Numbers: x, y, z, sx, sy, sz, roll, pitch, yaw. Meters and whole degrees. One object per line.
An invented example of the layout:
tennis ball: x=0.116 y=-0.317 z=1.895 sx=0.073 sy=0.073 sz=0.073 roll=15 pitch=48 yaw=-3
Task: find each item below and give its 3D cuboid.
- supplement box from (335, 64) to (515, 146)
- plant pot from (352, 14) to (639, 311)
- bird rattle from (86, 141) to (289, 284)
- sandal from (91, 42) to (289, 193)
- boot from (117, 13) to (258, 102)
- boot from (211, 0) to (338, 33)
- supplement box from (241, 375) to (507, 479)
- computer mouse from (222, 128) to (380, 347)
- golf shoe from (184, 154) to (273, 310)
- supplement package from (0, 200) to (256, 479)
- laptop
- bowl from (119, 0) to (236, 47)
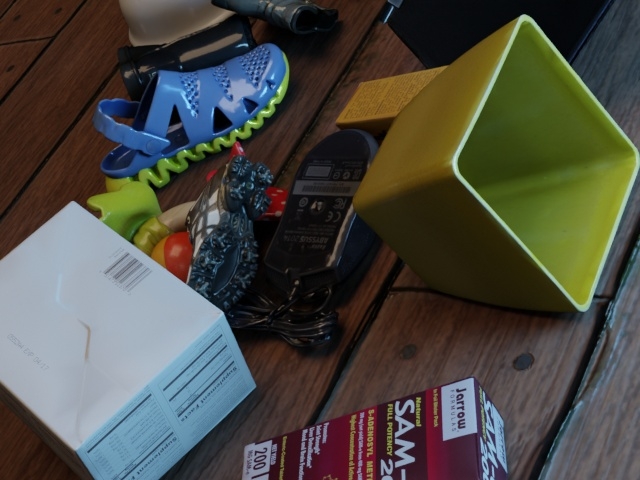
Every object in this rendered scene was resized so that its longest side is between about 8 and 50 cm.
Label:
supplement box: x=0.129 y=-0.147 z=1.376 sx=0.233 sy=0.078 sz=0.080 roll=-4 pitch=50 yaw=47
plant pot: x=0.161 y=-0.057 z=1.211 sx=0.187 sy=0.212 sz=0.212 roll=-16 pitch=38 yaw=47
bird rattle: x=-0.155 y=0.007 z=1.492 sx=0.254 sy=0.143 sz=0.206 roll=-8 pitch=54 yaw=14
sandal: x=-0.189 y=-0.183 z=1.685 sx=0.317 sy=0.138 sz=0.126 roll=-33 pitch=33 yaw=0
boot: x=-0.198 y=-0.274 z=1.839 sx=0.207 sy=0.094 sz=0.246 roll=-20 pitch=16 yaw=-5
boot: x=-0.043 y=-0.348 z=1.794 sx=0.161 sy=0.083 sz=0.246 roll=25 pitch=23 yaw=15
supplement box: x=0.045 y=0.221 z=1.085 sx=0.239 sy=0.073 sz=0.130 roll=-20 pitch=38 yaw=19
computer mouse: x=0.000 y=0.000 z=1.386 sx=0.189 sy=0.072 sz=0.272 roll=9 pitch=67 yaw=42
golf shoe: x=-0.116 y=0.000 z=1.382 sx=0.094 sy=0.077 sz=0.198 roll=-14 pitch=50 yaw=51
supplement package: x=-0.239 y=0.119 z=1.295 sx=0.262 sy=0.145 sz=0.204 roll=33 pitch=65 yaw=33
laptop: x=0.266 y=-0.375 z=1.450 sx=0.382 sy=0.236 sz=0.408 roll=-59 pitch=-5 yaw=31
bowl: x=-0.233 y=-0.463 z=2.042 sx=0.298 sy=0.134 sz=0.297 roll=-21 pitch=38 yaw=18
